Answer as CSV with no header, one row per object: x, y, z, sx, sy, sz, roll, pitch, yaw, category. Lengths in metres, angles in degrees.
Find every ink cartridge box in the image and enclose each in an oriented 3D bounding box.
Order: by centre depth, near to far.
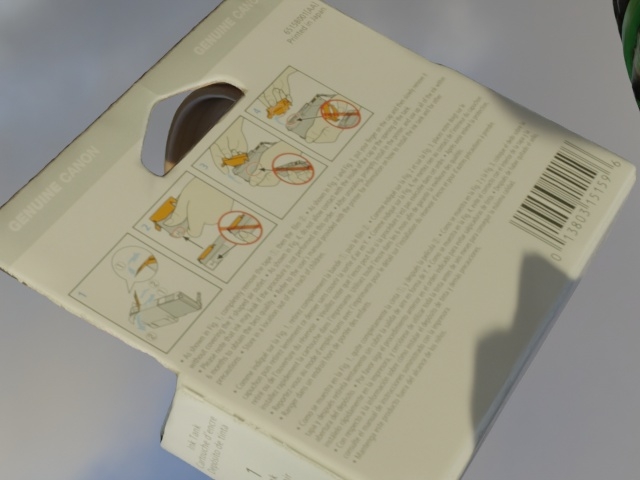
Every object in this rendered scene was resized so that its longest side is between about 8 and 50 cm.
0.000,0.000,0.754,0.275,0.239,0.060,-51,165,-42,ink cartridge box

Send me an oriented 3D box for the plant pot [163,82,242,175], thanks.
0.001,0.000,0.999,0.110,0.237,0.237,-20,-170,-30,plant pot

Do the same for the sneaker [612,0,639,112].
0.265,-0.090,0.485,0.344,0.134,0.146,-23,-136,27,sneaker
